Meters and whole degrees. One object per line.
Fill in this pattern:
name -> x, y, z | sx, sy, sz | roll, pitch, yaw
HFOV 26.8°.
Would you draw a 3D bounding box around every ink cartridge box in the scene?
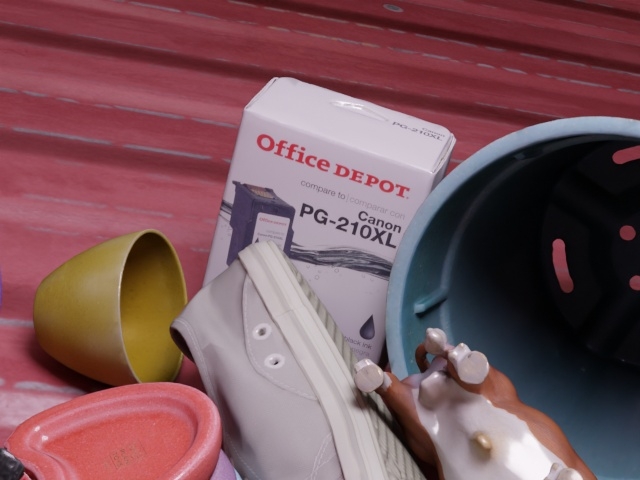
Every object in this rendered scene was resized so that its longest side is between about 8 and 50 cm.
ink cartridge box -> 0.000, 0.000, 1.169 | 0.172, 0.237, 0.100 | 19, 26, 8

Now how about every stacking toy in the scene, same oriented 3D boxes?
stacking toy -> -0.152, 0.240, 0.825 | 0.279, 0.130, 0.309 | -19, 29, -5

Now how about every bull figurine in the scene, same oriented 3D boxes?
bull figurine -> 0.150, 0.180, 0.941 | 0.310, 0.101, 0.188 | 43, -2, 31

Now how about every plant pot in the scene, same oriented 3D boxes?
plant pot -> 0.270, 0.045, 1.165 | 0.341, 0.341, 0.334 | 23, 19, 16
plant pot -> -0.178, 0.060, 1.107 | 0.095, 0.134, 0.134 | -4, 21, 18

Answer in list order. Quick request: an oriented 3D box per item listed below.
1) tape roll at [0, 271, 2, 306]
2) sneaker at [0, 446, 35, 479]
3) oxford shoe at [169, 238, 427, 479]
tape roll -> -0.340, 0.047, 0.830 | 0.275, 0.275, 0.090 | 8, 29, -13
sneaker -> -0.236, 0.129, 0.726 | 0.314, 0.116, 0.136 | 35, -9, 5
oxford shoe -> 0.004, 0.178, 0.968 | 0.130, 0.169, 0.449 | -33, 46, 1
